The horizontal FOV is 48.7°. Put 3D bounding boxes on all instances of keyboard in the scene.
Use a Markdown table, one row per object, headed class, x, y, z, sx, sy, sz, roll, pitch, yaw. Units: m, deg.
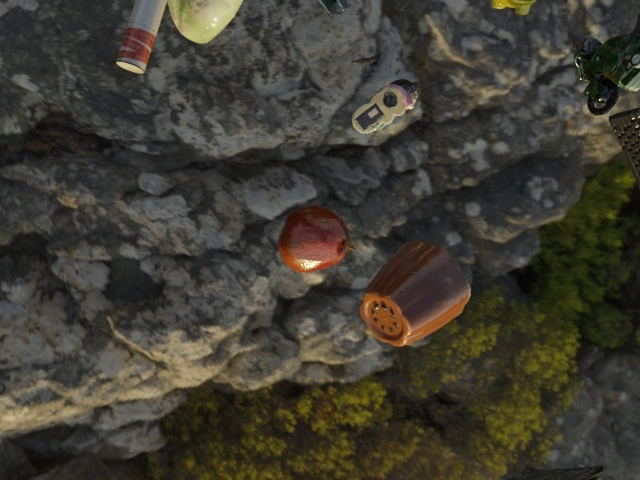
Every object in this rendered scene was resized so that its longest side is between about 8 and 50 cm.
| class | x | y | z | sx | sy | sz | roll | pitch | yaw |
| --- | --- | --- | --- | --- | --- | --- | --- | --- | --- |
| keyboard | 0.354 | -0.040 | 0.725 | 0.013 | 0.061 | 0.204 | -26 | 94 | -5 |

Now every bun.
| class | x | y | z | sx | sy | sz | roll | pitch | yaw |
| --- | --- | --- | --- | --- | --- | --- | --- | --- | --- |
| bun | -0.269 | -0.606 | 1.609 | 0.187 | 0.293 | 0.293 | 26 | 90 | -23 |

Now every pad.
| class | x | y | z | sx | sy | sz | roll | pitch | yaw |
| --- | --- | --- | --- | --- | --- | --- | --- | --- | --- |
| pad | 0.286 | 0.377 | 1.044 | 0.233 | 0.174 | 0.022 | -8 | 77 | -33 |

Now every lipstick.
| class | x | y | z | sx | sy | sz | roll | pitch | yaw |
| --- | --- | --- | --- | --- | --- | --- | --- | --- | --- |
| lipstick | -0.231 | -0.287 | 0.928 | 0.038 | 0.038 | 0.130 | 19 | 85 | -29 |

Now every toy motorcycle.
| class | x | y | z | sx | sy | sz | roll | pitch | yaw |
| --- | --- | --- | --- | --- | --- | --- | --- | --- | --- |
| toy motorcycle | 0.627 | -0.395 | 1.434 | 0.125 | 0.187 | 0.274 | 12 | 138 | -29 |

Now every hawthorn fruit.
| class | x | y | z | sx | sy | sz | roll | pitch | yaw |
| --- | --- | --- | --- | --- | --- | --- | --- | --- | --- |
| hawthorn fruit | 0.000 | 0.000 | 1.976 | 0.196 | 0.226 | 0.196 | -38 | 134 | -55 |

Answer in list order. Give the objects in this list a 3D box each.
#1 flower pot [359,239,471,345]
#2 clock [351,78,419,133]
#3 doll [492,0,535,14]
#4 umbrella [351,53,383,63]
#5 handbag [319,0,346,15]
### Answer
| class | x | y | z | sx | sy | sz | roll | pitch | yaw |
| --- | --- | --- | --- | --- | --- | --- | --- | --- | --- |
| flower pot | 0.180 | 0.120 | 1.444 | 0.173 | 0.191 | 0.190 | -35 | 117 | -35 |
| clock | 0.196 | -0.398 | 2.084 | 0.100 | 0.194 | 0.195 | 56 | 30 | -3 |
| doll | 0.287 | -0.406 | 0.996 | 0.062 | 0.106 | 0.162 | -24 | 133 | -44 |
| umbrella | 0.098 | -0.381 | 1.499 | 0.122 | 0.013 | 0.022 | -28 | 157 | -47 |
| handbag | 0.016 | -0.541 | 1.372 | 0.057 | 0.221 | 0.144 | -22 | 125 | 26 |
